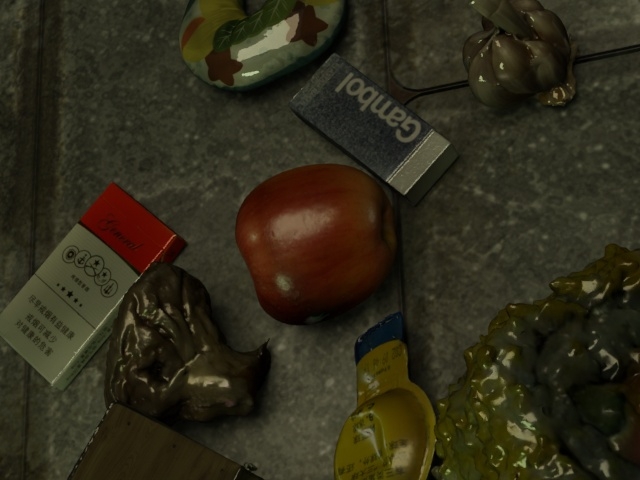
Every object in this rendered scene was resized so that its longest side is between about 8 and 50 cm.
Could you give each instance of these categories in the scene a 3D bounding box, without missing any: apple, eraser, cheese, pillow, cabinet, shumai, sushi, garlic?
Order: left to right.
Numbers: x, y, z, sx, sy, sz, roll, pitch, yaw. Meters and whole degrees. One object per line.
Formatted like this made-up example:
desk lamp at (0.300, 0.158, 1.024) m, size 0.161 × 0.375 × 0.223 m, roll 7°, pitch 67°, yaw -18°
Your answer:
cabinet at (-0.141, 0.296, 1.774) m, size 0.215 × 0.175 × 0.148 m, roll 21°, pitch 77°, yaw 41°
shumai at (-0.149, 0.134, 1.885) m, size 0.175 × 0.166 × 0.206 m, roll 11°, pitch 91°, yaw 18°
pillow at (-0.076, -0.290, 2.081) m, size 0.233 × 0.086 × 0.214 m, roll -24°, pitch 51°, yaw 14°
apple at (0.000, 0.000, 1.874) m, size 0.199 × 0.199 × 0.199 m, roll -8°, pitch 66°, yaw 19°
eraser at (0.063, -0.136, 1.972) m, size 0.092 × 0.046 × 0.212 m, roll -48°, pitch 60°, yaw -2°
cheese at (0.070, 0.206, 1.794) m, size 0.177 × 0.069 × 0.270 m, roll -37°, pitch 43°, yaw 41°
garlic at (0.214, -0.229, 1.875) m, size 0.127 × 0.194 × 0.131 m, roll 7°, pitch 76°, yaw 34°
sushi at (0.318, 0.174, 1.571) m, size 0.396 × 0.240 × 0.351 m, roll -24°, pitch 66°, yaw -20°

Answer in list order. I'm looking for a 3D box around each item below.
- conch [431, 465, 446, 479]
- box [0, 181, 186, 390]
conch at (0.231, 0.281, 1.703) m, size 0.233 × 0.114 × 0.137 m, roll 9°, pitch 78°, yaw -11°
box at (-0.295, 0.056, 2.041) m, size 0.139 × 0.035 × 0.245 m, roll 36°, pitch 85°, yaw 31°
